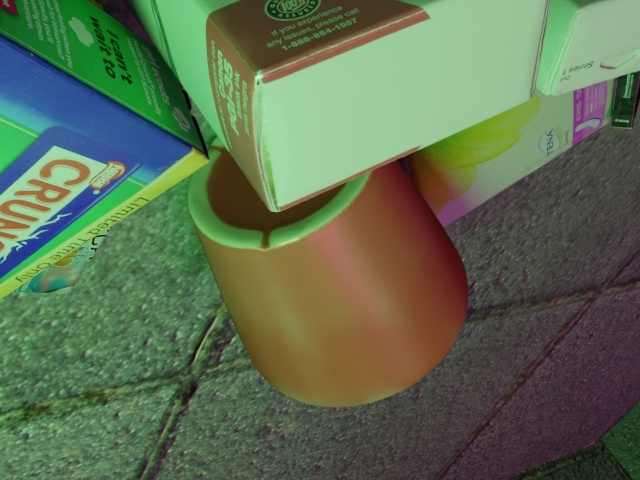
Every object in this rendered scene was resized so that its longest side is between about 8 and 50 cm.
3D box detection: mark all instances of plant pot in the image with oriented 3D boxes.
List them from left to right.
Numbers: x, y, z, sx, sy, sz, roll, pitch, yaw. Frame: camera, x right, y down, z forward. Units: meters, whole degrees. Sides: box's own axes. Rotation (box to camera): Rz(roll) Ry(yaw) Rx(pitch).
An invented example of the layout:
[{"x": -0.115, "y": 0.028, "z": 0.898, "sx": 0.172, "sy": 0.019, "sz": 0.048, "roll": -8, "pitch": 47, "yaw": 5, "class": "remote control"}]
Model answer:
[{"x": 0.000, "y": 0.000, "z": 0.873, "sx": 0.274, "sy": 0.275, "sz": 0.243, "roll": -32, "pitch": 137, "yaw": -4, "class": "plant pot"}]

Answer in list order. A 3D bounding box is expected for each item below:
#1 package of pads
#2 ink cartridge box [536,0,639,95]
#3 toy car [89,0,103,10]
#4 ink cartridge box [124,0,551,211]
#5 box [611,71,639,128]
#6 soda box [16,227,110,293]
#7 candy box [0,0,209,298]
[{"x": 0.209, "y": -0.160, "z": 0.986, "sx": 0.296, "sy": 0.101, "sz": 0.229, "roll": -32, "pitch": 147, "yaw": -4, "class": "package of pads"}, {"x": 0.209, "y": -0.247, "z": 0.754, "sx": 0.160, "sy": 0.219, "sz": 0.093, "roll": -20, "pitch": 146, "yaw": -23, "class": "ink cartridge box"}, {"x": -0.216, "y": -0.184, "z": 0.601, "sx": 0.122, "sy": 0.060, "sz": 0.041, "roll": -1, "pitch": 104, "yaw": -52, "class": "toy car"}, {"x": -0.013, "y": -0.181, "z": 0.576, "sx": 0.207, "sy": 0.283, "sz": 0.117, "roll": -25, "pitch": 144, "yaw": -15, "class": "ink cartridge box"}, {"x": 0.388, "y": -0.233, "z": 1.022, "sx": 0.116, "sy": 0.029, "sz": 0.162, "roll": -53, "pitch": 148, "yaw": -49, "class": "box"}, {"x": -0.230, "y": -0.034, "z": 0.777, "sx": 0.058, "sy": 0.063, "sz": 0.183, "roll": 7, "pitch": 129, "yaw": -47, "class": "soda box"}, {"x": -0.283, "y": -0.082, "z": 0.563, "sx": 0.268, "sy": 0.122, "sz": 0.317, "roll": -31, "pitch": 152, "yaw": 20, "class": "candy box"}]
